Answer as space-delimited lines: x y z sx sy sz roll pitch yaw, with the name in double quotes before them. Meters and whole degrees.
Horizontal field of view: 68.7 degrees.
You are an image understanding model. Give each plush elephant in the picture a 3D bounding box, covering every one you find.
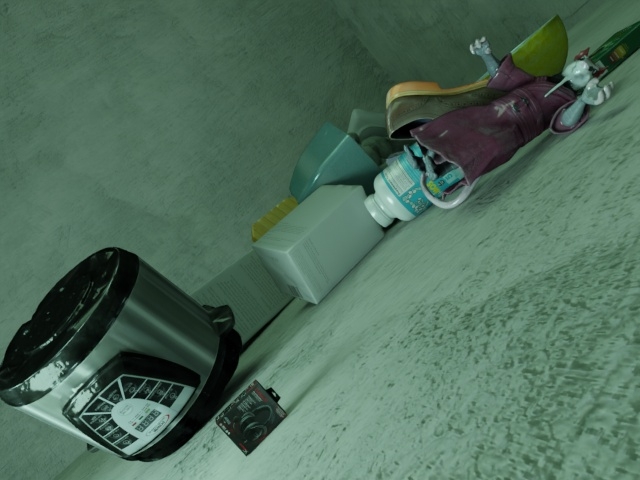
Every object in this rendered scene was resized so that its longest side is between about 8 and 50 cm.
"plush elephant" 0.173 -0.280 1.756 0.255 0.271 0.330 -38 -22 -45

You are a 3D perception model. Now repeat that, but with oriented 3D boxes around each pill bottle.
"pill bottle" 0.237 -0.149 1.173 0.264 0.146 0.146 -40 4 21

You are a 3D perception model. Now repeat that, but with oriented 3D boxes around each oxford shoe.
"oxford shoe" 0.324 -0.265 1.028 0.130 0.363 0.133 65 -150 -60

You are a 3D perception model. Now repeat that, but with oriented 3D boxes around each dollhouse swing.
"dollhouse swing" -0.025 -0.073 1.647 0.347 0.305 0.315 -43 -5 -39

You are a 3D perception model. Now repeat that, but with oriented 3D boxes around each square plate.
"square plate" 0.267 -0.373 1.922 0.347 0.343 0.049 105 167 -53

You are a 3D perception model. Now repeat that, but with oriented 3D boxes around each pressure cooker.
"pressure cooker" -0.398 0.263 1.029 0.369 0.420 0.376 -14 42 35

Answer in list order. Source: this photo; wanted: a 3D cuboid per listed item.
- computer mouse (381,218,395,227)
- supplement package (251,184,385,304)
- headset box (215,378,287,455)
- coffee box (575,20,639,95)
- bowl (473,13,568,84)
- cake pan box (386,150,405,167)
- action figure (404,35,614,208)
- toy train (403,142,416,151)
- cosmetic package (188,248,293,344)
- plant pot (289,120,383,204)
"computer mouse" 0.239 -0.107 1.360 0.188 0.072 0.272 -44 -7 -44
"supplement package" 0.000 0.000 1.270 0.293 0.175 0.177 -43 29 -26
"headset box" -0.092 0.237 0.639 0.083 0.062 0.032 -41 4 -14
"coffee box" 0.596 -0.380 0.991 0.184 0.040 0.113 -41 4 4
"bowl" 0.546 -0.432 1.247 0.289 0.156 0.289 -41 3 3
"cake pan box" 0.332 -0.262 1.445 0.245 0.070 0.267 -16 10 16
"action figure" 0.354 -0.205 0.851 0.370 0.248 0.276 -30 -37 4
"toy train" 0.451 -0.365 1.754 0.190 0.142 0.334 -26 -10 -42
"cosmetic package" -0.318 0.242 1.521 0.453 0.230 0.161 -39 0 -45
"plant pot" 0.046 -0.184 1.486 0.252 0.248 0.247 -46 28 6
